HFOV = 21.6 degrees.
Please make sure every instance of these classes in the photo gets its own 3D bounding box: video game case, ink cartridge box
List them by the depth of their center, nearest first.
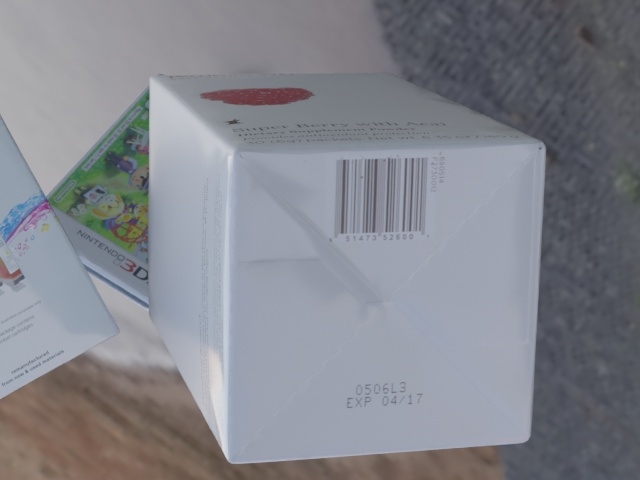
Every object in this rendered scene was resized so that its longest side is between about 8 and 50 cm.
[{"bbox_3d":[-0.242,0.012,1.157,0.176,0.127,0.128,63,168,-9],"label":"ink cartridge box"},{"bbox_3d":[-0.131,-0.037,1.530,0.193,0.212,0.023,31,150,14],"label":"video game case"}]

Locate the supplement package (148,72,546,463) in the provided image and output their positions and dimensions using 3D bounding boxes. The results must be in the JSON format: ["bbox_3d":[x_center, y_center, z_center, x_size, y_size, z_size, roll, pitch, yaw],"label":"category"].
[{"bbox_3d":[0.000,0.000,1.022,0.177,0.175,0.293,-3,-167,-14],"label":"supplement package"}]
